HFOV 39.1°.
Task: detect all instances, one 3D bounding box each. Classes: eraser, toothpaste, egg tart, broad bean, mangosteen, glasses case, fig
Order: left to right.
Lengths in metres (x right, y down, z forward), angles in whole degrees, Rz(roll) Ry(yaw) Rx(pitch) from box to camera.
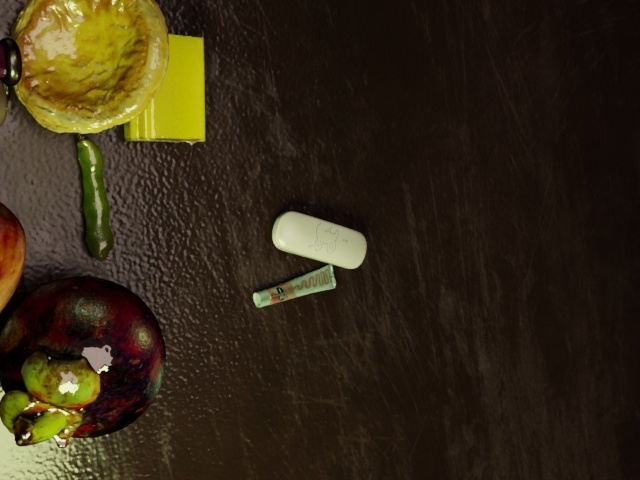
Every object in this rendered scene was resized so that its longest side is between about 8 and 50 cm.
[{"bbox_3d":[-0.636,0.046,1.574,0.224,0.224,0.263,20,87,-29],"label":"fig"},{"bbox_3d":[-0.431,0.235,1.623,0.306,0.359,0.306,-4,125,-5],"label":"mangosteen"},{"bbox_3d":[-0.424,-0.344,1.682,0.318,0.128,0.319,0,90,4],"label":"egg tart"},{"bbox_3d":[-0.440,-0.085,1.761,0.052,0.053,0.256,-5,97,9],"label":"broad bean"},{"bbox_3d":[-0.312,-0.303,1.806,0.158,0.069,0.226,-3,95,-31],"label":"eraser"},{"bbox_3d":[-0.053,0.105,2.000,0.205,0.036,0.056,-17,100,-31],"label":"toothpaste"},{"bbox_3d":[0.000,0.000,2.006,0.233,0.059,0.092,18,86,-28],"label":"glasses case"}]

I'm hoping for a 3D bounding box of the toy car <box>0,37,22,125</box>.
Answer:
[{"bbox_3d":[-0.632,-0.199,1.479,0.271,0.340,0.240,-6,89,-28],"label":"toy car"}]
